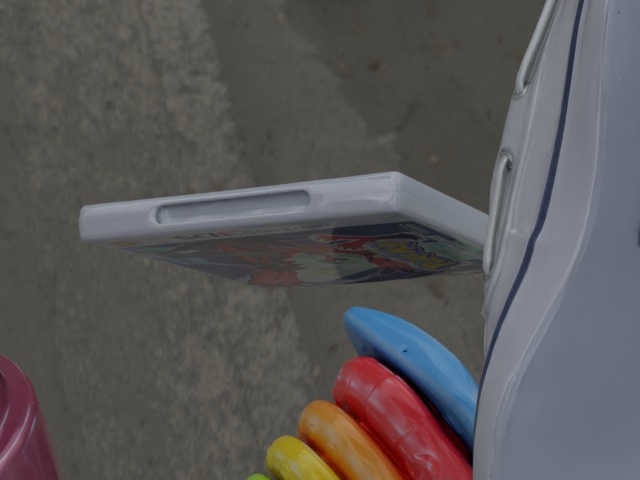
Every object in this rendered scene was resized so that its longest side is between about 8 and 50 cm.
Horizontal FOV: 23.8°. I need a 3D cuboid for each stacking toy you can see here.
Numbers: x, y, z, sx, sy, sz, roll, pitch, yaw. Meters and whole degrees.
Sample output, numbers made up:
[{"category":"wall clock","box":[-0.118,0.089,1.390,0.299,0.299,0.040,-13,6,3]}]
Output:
[{"category":"stacking toy","box":[-0.013,0.206,1.040,0.302,0.166,0.175,-36,37,-14]}]

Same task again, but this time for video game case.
[{"category":"video game case","box":[0.000,0.000,0.834,0.183,0.201,0.023,-5,79,26]}]

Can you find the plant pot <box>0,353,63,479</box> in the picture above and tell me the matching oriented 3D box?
[{"category":"plant pot","box":[-0.219,0.054,0.590,0.201,0.180,0.201,-11,23,5]}]

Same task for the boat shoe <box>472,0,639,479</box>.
[{"category":"boat shoe","box":[0.107,0.002,0.582,0.095,0.084,0.258,13,95,-18]}]
